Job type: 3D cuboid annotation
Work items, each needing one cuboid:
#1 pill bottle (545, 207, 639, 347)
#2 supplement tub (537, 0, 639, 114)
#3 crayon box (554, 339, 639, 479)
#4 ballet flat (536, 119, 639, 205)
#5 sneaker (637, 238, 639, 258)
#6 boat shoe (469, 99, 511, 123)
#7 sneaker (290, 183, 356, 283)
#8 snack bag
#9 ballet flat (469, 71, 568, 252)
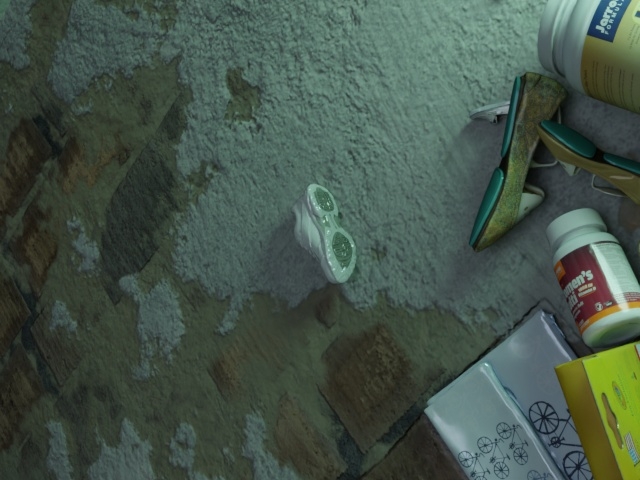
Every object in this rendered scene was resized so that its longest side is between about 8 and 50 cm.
[{"bbox_3d":[0.471,0.063,1.570,0.121,0.121,0.221,-37,53,32],"label":"pill bottle"},{"bbox_3d":[0.534,-0.316,1.468,0.316,0.228,0.228,29,108,34],"label":"supplement tub"},{"bbox_3d":[0.482,0.271,1.461,0.081,0.319,0.202,-25,75,36],"label":"crayon box"},{"bbox_3d":[0.469,-0.129,1.585,0.232,0.080,0.073,28,124,12],"label":"ballet flat"},{"bbox_3d":[0.595,0.078,1.528,0.086,0.064,0.192,-20,76,42],"label":"sneaker"},{"bbox_3d":[0.331,-0.240,1.752,0.100,0.035,0.035,-11,81,31],"label":"boat shoe"},{"bbox_3d":[0.000,0.000,1.993,0.115,0.090,0.232,-38,59,39],"label":"sneaker"},{"bbox_3d":[0.391,0.350,1.713,0.342,0.037,0.323,-45,64,29],"label":"snack bag"},{"bbox_3d":[0.371,-0.130,1.684,0.123,0.123,0.348,24,107,35],"label":"ballet flat"}]
